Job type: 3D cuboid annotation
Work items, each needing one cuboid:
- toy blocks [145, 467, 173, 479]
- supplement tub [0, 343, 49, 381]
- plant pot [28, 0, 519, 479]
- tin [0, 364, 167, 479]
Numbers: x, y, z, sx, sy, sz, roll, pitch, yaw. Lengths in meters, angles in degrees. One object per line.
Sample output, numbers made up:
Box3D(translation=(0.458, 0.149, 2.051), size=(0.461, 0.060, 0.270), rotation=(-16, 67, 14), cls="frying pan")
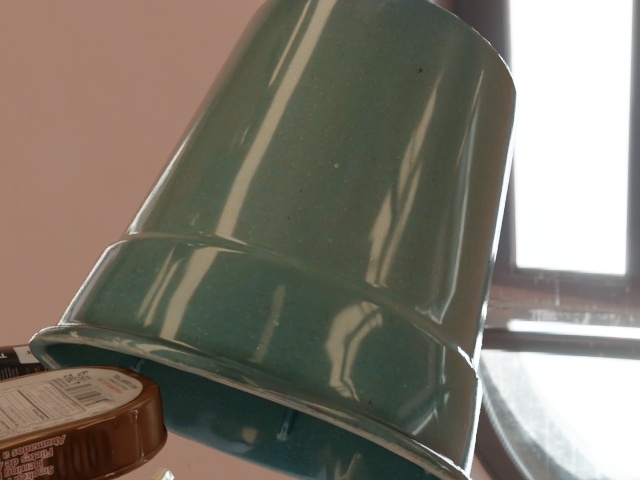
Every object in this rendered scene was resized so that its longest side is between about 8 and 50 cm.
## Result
Box3D(translation=(-0.436, 0.495, 1.319), size=(0.288, 0.309, 0.260), rotation=(27, -177, 0), cls="toy blocks")
Box3D(translation=(-0.340, 0.165, 0.794), size=(0.190, 0.117, 0.117), rotation=(-1, -166, -36), cls="supplement tub")
Box3D(translation=(0.000, 0.000, 0.647), size=(0.341, 0.341, 0.334), rotation=(6, -115, 31), cls="plant pot")
Box3D(translation=(-0.172, 0.103, 0.405), size=(0.189, 0.040, 0.106), rotation=(-10, -173, -34), cls="tin")
